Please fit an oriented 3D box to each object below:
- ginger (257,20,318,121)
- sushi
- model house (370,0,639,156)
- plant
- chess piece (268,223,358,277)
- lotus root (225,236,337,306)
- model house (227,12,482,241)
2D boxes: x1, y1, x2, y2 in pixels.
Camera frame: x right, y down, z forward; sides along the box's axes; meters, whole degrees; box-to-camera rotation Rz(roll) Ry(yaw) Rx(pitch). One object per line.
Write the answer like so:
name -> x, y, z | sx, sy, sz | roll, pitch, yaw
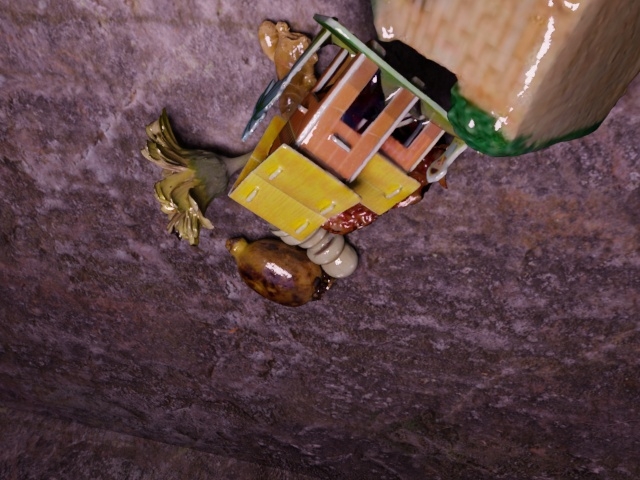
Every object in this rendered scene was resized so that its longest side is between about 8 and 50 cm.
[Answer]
ginger -> -0.047, -0.331, 0.969 | 0.115, 0.081, 0.205 | -9, 122, 16
sushi -> 0.123, -0.132, 1.021 | 0.196, 0.182, 0.343 | 40, 132, -20
model house -> 0.263, -0.344, 0.685 | 0.342, 0.382, 0.334 | 45, 139, 26
plant -> -0.279, -0.135, 1.117 | 0.261, 0.297, 0.306 | -44, 69, 44
chess piece -> 0.000, 0.000, 1.221 | 0.133, 0.133, 0.243 | -25, 125, 33
lotus root -> -0.112, 0.083, 1.301 | 0.314, 0.141, 0.169 | 25, 135, -4
model house -> 0.021, -0.163, 0.847 | 0.300, 0.340, 0.323 | 33, 106, -21
